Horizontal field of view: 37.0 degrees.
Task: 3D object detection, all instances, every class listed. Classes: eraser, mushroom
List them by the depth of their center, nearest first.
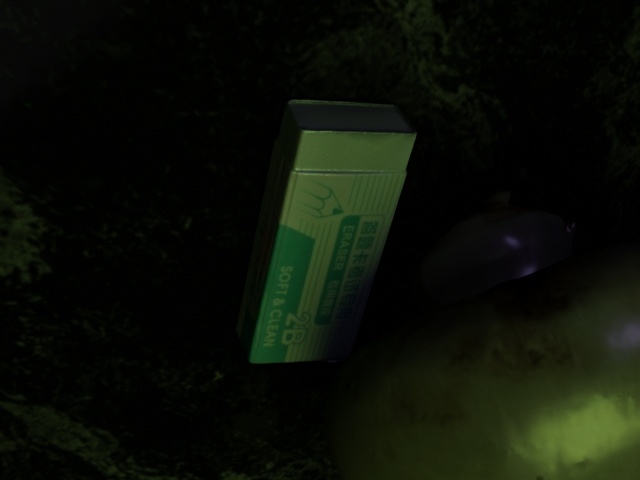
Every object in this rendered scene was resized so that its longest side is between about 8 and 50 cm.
[{"bbox_3d":[0.000,0.000,0.760,0.096,0.052,0.225,0,126,-21],"label":"eraser"},{"bbox_3d":[0.168,0.091,0.790,0.362,0.294,0.362,-21,167,-5],"label":"mushroom"}]
